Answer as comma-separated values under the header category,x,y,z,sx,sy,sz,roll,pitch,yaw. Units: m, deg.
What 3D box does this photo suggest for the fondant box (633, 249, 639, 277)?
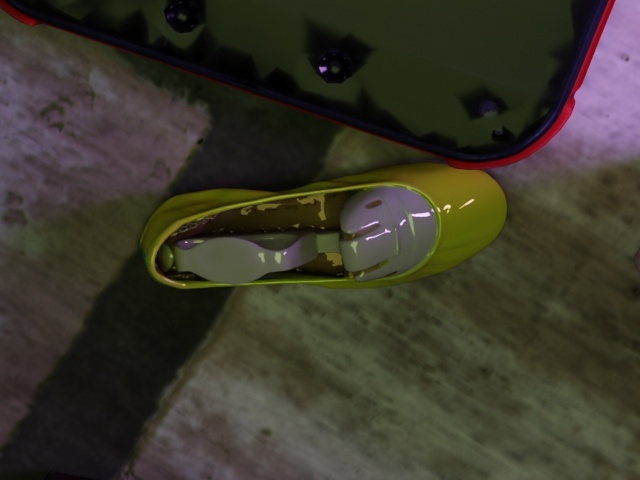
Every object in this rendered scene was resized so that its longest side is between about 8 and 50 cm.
category,x,y,z,sx,sy,sz,roll,pitch,yaw
fondant box,0.343,0.094,0.902,0.330,0.238,0.096,32,106,-3

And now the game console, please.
category,x,y,z,sx,sy,sz,roll,pitch,yaw
game console,0.006,-0.240,0.928,0.386,0.060,0.342,18,108,-3

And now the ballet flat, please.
category,x,y,z,sx,sy,sz,roll,pitch,yaw
ballet flat,0.000,0.000,0.997,0.231,0.077,0.077,-5,104,7

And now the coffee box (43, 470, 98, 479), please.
category,x,y,z,sx,sy,sz,roll,pitch,yaw
coffee box,-0.077,0.238,1.036,0.246,0.141,0.098,10,106,4
